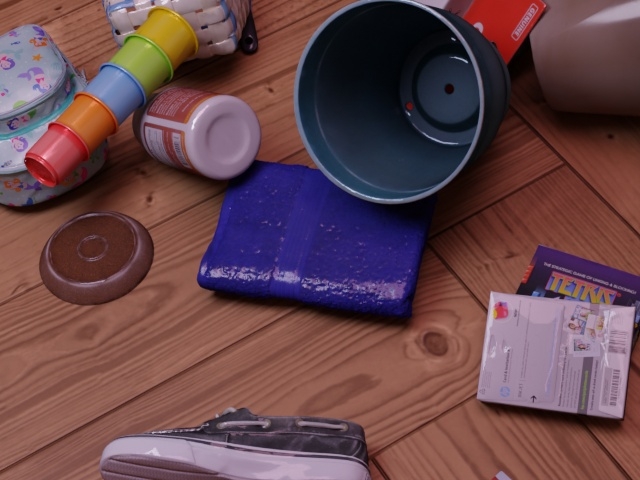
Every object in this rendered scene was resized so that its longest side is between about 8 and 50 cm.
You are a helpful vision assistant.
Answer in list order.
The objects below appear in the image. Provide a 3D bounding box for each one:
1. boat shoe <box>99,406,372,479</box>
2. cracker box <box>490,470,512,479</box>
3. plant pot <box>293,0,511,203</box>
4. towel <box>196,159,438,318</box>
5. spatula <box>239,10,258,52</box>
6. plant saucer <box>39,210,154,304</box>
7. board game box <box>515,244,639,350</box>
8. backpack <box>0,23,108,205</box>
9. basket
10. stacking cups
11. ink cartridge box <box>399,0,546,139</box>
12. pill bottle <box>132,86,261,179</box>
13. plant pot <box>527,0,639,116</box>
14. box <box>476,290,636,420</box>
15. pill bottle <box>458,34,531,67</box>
[{"bbox_3d":[-0.103,0.271,1.675,0.335,0.121,0.119,6,45,-3],"label":"boat shoe"},{"bbox_3d":[0.186,0.402,1.559,0.232,0.067,0.156,-37,58,-19],"label":"cracker box"},{"bbox_3d":[0.139,-0.203,1.862,0.272,0.271,0.255,21,19,21],"label":"plant pot"},{"bbox_3d":[0.000,0.000,1.888,0.308,0.076,0.227,8,57,14],"label":"towel"},{"bbox_3d":[-0.139,-0.424,2.249,0.084,0.030,0.296,-11,53,-1],"label":"spatula"},{"bbox_3d":[-0.326,0.017,1.935,0.168,0.029,0.168,-3,52,4],"label":"plant saucer"},{"bbox_3d":[0.346,0.093,1.789,0.170,0.048,0.141,18,58,19],"label":"board game box"},{"bbox_3d":[-0.446,-0.184,2.012,0.225,0.191,0.253,-27,60,-15],"label":"backpack"},{"bbox_3d":[-0.228,-0.414,2.140,0.255,0.201,0.289,-14,39,5],"label":"basket"},{"bbox_3d":[-0.305,-0.209,1.919,0.096,0.096,0.316,26,57,23],"label":"stacking cups"},{"bbox_3d":[0.176,-0.311,1.996,0.060,0.275,0.239,5,37,-44],"label":"ink cartridge box"},{"bbox_3d":[-0.188,-0.162,1.958,0.121,0.121,0.216,-38,29,-21],"label":"pill bottle"},{"bbox_3d":[0.458,-0.308,1.948,0.280,0.323,0.323,-9,51,20],"label":"plant pot"},{"bbox_3d":[0.302,0.147,1.715,0.186,0.038,0.145,5,78,16],"label":"box"},{"bbox_3d":[0.275,-0.325,2.079,0.180,0.108,0.108,-40,59,-22],"label":"pill bottle"}]
